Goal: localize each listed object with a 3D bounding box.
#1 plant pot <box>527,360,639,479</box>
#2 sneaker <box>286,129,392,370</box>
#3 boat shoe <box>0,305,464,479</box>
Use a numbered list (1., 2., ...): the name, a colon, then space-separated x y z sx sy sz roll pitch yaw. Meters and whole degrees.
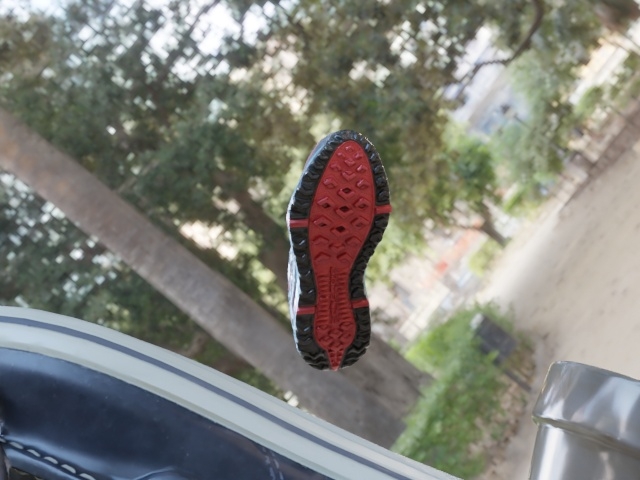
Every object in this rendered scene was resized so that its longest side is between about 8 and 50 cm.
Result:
1. plant pot: 0.323 0.314 1.061 0.323 0.323 0.280 85 -149 -81
2. sneaker: 0.000 0.000 1.123 0.125 0.104 0.262 -120 33 -60
3. boat shoe: -0.073 0.166 0.500 0.156 0.500 0.187 -60 -17 -45
